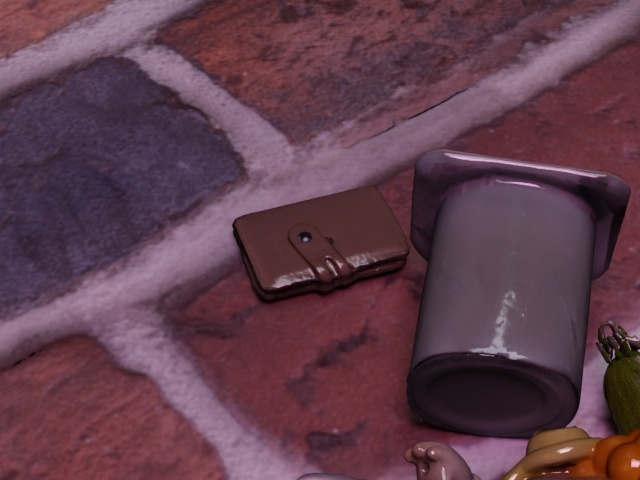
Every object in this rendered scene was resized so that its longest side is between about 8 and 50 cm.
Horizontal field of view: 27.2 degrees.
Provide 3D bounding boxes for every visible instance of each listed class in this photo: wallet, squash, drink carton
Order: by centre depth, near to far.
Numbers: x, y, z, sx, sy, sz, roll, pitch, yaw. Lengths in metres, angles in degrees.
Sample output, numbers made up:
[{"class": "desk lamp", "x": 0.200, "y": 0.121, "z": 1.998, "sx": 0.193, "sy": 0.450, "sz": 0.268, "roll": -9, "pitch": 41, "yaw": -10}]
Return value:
[{"class": "squash", "x": 0.290, "y": 0.203, "z": 1.055, "sx": 0.080, "sy": 0.071, "sz": 0.319, "roll": -8, "pitch": 53, "yaw": -2}, {"class": "drink carton", "x": 0.162, "y": 0.057, "z": 1.131, "sx": 0.185, "sy": 0.191, "sz": 0.190, "roll": 6, "pitch": 57, "yaw": 3}, {"class": "wallet", "x": 0.000, "y": 0.000, "z": 1.268, "sx": 0.152, "sy": 0.039, "sz": 0.118, "roll": -13, "pitch": 46, "yaw": -15}]

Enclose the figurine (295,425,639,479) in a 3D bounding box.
[{"class": "figurine", "x": 0.154, "y": 0.218, "z": 0.940, "sx": 0.381, "sy": 0.205, "sz": 0.225, "roll": 17, "pitch": 82, "yaw": 37}]
